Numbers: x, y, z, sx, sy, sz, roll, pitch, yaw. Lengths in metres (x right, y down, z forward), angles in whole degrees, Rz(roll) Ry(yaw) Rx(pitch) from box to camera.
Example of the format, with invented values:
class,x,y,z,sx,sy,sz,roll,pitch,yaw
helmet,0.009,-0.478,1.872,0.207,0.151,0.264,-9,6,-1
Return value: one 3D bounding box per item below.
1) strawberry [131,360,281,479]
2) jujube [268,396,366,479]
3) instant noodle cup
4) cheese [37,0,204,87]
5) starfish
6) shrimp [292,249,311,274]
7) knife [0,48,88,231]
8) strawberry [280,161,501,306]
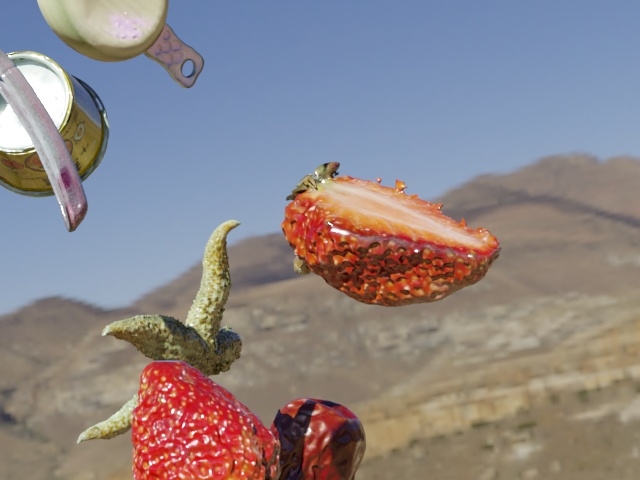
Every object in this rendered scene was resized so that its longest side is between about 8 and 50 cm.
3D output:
class,x,y,z,sx,sy,sz,roll,pitch,yaw
strawberry,-0.094,0.172,1.222,0.131,0.148,0.131,-1,-4,0
jujube,-0.015,0.357,2.299,0.155,0.230,0.155,9,8,-1
instant noodle cup,-0.381,-0.162,1.953,0.182,0.182,0.144,-11,-14,0
cheese,-0.201,-0.238,1.572,0.064,0.137,0.227,14,-20,47
starfish,-0.190,0.170,1.968,0.358,0.078,0.347,-52,-21,-34
shrimp,0.006,0.006,2.105,0.095,0.045,0.162,-33,-5,-17
knife,-0.315,-0.137,1.551,0.053,0.278,0.123,-33,-7,-18
strawberry,0.061,0.011,1.601,0.175,0.106,0.236,-10,33,-36
